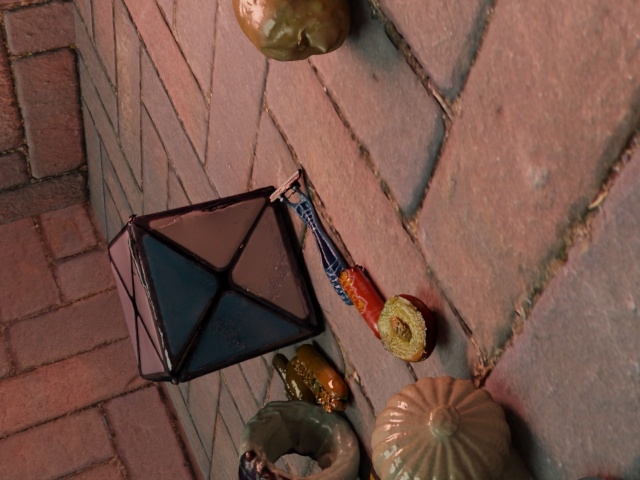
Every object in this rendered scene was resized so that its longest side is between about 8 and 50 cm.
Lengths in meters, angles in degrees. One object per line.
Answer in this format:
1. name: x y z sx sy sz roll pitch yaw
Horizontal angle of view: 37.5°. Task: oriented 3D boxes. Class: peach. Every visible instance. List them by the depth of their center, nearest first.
1. peach: 0.128 0.117 1.290 0.098 0.061 0.098 18 117 40

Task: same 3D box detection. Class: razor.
1. razor: 0.000 0.000 1.554 0.082 0.042 0.253 -43 60 22

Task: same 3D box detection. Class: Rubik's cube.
1. Rubik's cube: -0.207 0.092 1.787 0.310 0.307 0.305 152 103 -68

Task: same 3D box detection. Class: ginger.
1. ginger: -0.047 -0.333 1.273 0.152 0.138 0.267 119 136 -56

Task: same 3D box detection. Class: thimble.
1. thimble: -0.044 0.407 1.731 0.237 0.237 0.150 52 148 43

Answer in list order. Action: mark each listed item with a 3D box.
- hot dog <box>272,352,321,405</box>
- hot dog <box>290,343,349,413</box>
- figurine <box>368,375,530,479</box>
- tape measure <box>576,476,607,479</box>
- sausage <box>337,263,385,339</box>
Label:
1. hot dog: -0.046 0.283 1.865 0.090 0.060 0.140 -46 60 62
2. hot dog: -0.004 0.253 1.739 0.188 0.055 0.072 41 144 53
3. figurine: 0.131 0.288 1.249 0.204 0.185 0.332 39 157 -10
4. tape measure: 0.294 0.321 1.003 0.146 0.081 0.125 62 146 22
5. sausage: 0.077 0.103 1.431 0.050 0.048 0.145 -48 54 22
